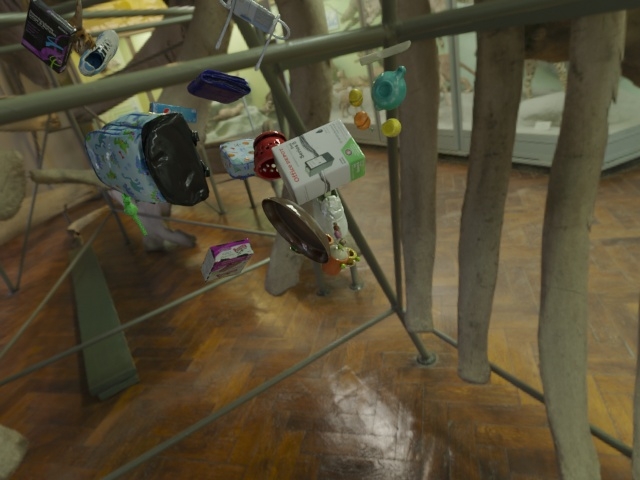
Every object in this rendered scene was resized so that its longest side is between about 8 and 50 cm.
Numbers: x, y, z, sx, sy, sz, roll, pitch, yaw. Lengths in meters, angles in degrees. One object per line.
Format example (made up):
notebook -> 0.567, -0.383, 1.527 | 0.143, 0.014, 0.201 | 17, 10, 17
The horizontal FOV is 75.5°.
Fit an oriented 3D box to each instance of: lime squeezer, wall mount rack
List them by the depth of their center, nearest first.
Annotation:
lime squeezer -> -0.806, -0.173, 1.785 | 0.058, 0.311, 0.110 | -7, 6, 23
wall mount rack -> -0.327, -0.941, 1.851 | 0.304, 0.350, 0.131 | -28, 38, 66

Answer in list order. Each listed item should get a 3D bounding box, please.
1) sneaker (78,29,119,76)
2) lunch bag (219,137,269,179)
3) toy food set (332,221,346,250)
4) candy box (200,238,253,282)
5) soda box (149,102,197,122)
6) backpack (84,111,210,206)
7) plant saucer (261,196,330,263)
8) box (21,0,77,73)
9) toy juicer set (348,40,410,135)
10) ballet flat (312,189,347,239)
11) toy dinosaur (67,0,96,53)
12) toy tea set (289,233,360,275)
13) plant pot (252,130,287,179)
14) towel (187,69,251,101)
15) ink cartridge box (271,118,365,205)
sneaker -> -0.840, -0.724, 1.591 | 0.086, 0.085, 0.237 | -4, 57, 37
lunch bag -> -0.401, -0.443, 2.238 | 0.243, 0.115, 0.303 | -16, 43, -22
toy food set -> 0.068, -0.023, 1.492 | 0.019, 0.078, 0.122 | -26, 46, 17
candy box -> -0.378, 0.083, 1.653 | 0.159, 0.071, 0.233 | -14, -17, -29
soda box -> -0.710, -0.613, 1.992 | 0.210, 0.067, 0.071 | -1, 13, -34
backpack -> -0.544, -0.259, 1.272 | 0.273, 0.290, 0.355 | -31, 44, -26
plant saucer -> -0.076, -0.042, 1.433 | 0.050, 0.311, 0.310 | -47, 37, -17
box -> -0.737, -0.550, 1.119 | 0.162, 0.116, 0.029 | -34, 24, 41
toy juicer set -> 0.213, -0.557, 1.525 | 0.209, 0.329, 0.089 | 14, 22, 22
ballet flat -> 0.028, -0.196, 1.855 | 0.139, 0.139, 0.400 | -15, 65, -3
toy dinosaur -> -0.727, -0.633, 1.231 | 0.211, 0.112, 0.064 | -43, 10, 32
toy tea set -> 0.000, 0.000, 1.624 | 0.336, 0.124, 0.200 | 30, 33, 12
plant pot -> -0.234, -0.413, 1.984 | 0.191, 0.191, 0.174 | -16, 67, -5
towel -> -0.471, -0.707, 1.897 | 0.227, 0.076, 0.308 | 7, 3, -30
ink cartridge box -> -0.007, -0.275, 1.454 | 0.272, 0.115, 0.198 | -25, 65, -7
